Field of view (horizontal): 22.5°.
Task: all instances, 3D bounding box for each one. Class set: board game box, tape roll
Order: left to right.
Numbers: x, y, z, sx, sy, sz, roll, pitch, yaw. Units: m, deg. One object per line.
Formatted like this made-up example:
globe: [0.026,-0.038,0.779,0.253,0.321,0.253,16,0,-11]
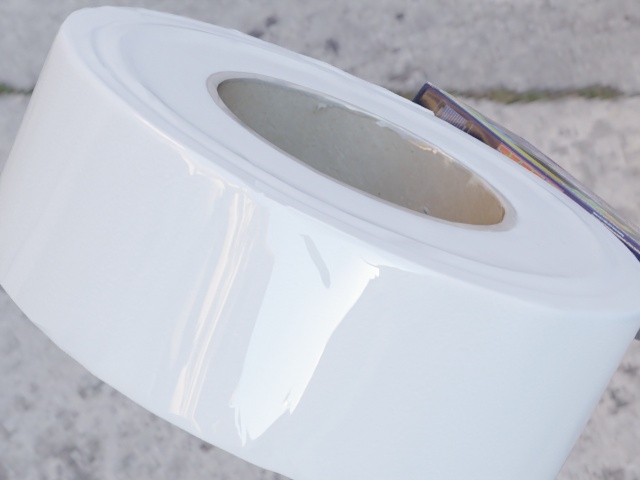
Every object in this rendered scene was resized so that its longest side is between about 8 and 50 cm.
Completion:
tape roll: [0.000,0.000,0.718,0.286,0.286,0.100,41,113,44]
board game box: [0.134,-0.011,0.906,0.170,0.141,0.048,42,102,28]
